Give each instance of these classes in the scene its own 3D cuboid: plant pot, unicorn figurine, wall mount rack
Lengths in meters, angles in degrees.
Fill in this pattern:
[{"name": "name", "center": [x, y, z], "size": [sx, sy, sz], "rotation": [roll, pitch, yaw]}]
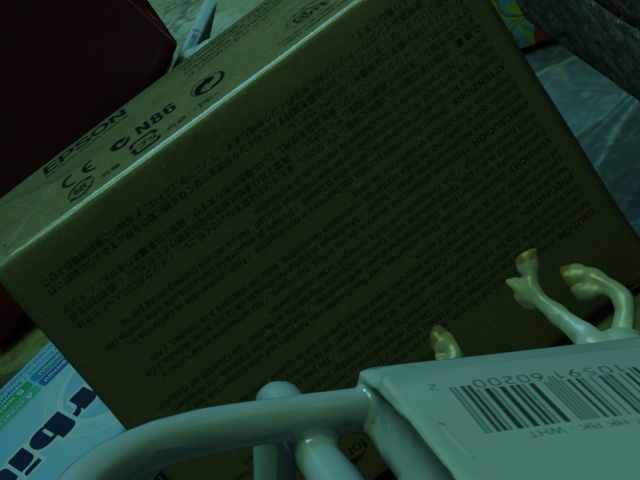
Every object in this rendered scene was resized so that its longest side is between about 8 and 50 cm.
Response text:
[{"name": "plant pot", "center": [-0.255, -0.133, 1.064], "size": [0.236, 0.267, 0.267], "rotation": [-45, 27, 4]}, {"name": "unicorn figurine", "center": [0.101, 0.057, 0.610], "size": [0.162, 0.060, 0.111], "rotation": [-56, 44, 29]}, {"name": "wall mount rack", "center": [0.120, 0.115, 0.351], "size": [0.350, 0.130, 0.304], "rotation": [-5, 19, -14]}]

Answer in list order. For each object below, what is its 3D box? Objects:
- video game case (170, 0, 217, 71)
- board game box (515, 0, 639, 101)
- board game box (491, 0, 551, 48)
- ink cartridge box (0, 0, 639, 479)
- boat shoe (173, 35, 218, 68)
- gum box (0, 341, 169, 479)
[{"name": "video game case", "center": [-0.101, -0.110, 1.111], "size": [0.011, 0.087, 0.122], "rotation": [16, 39, -1]}, {"name": "board game box", "center": [0.225, -0.180, 0.597], "size": [0.291, 0.141, 0.232], "rotation": [-38, 39, -1]}, {"name": "board game box", "center": [0.212, -0.238, 0.875], "size": [0.275, 0.142, 0.144], "rotation": [-14, 33, 35]}, {"name": "ink cartridge box", "center": [0.000, 0.000, 0.684], "size": [0.235, 0.193, 0.088], "rotation": [-37, 25, -3]}, {"name": "boat shoe", "center": [-0.053, -0.069, 0.959], "size": [0.096, 0.098, 0.277], "rotation": [-25, 28, 22]}, {"name": "gum box", "center": [-0.119, 0.104, 0.821], "size": [0.157, 0.041, 0.184], "rotation": [-45, 29, -18]}]
